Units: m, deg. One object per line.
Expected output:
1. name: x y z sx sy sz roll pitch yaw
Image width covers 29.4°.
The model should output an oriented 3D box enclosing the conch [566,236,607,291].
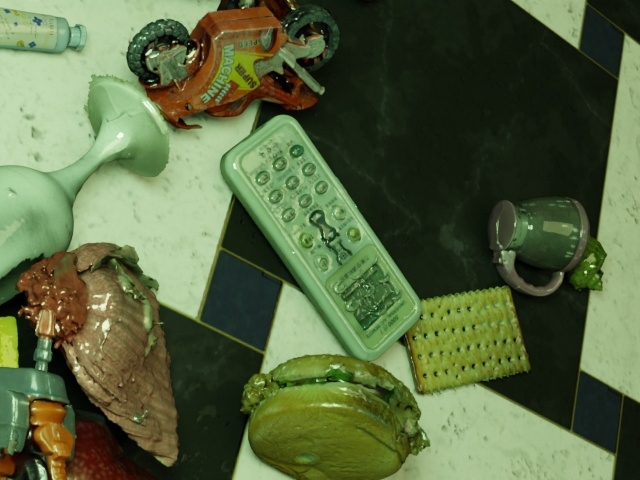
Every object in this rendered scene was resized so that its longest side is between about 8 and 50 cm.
1. conch: 0.416 0.030 1.933 0.121 0.074 0.089 60 17 15

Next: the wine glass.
1. wine glass: -0.307 -0.048 1.342 0.143 0.143 0.321 52 54 -13

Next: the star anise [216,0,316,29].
1. star anise: -0.096 -0.347 1.630 0.288 0.088 0.288 11 72 -36

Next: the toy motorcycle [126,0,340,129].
1. toy motorcycle: -0.113 -0.219 1.526 0.298 0.171 0.089 -11 42 -32

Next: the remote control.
1. remote control: 0.000 0.000 1.604 0.128 0.065 0.335 -41 102 -30

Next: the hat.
1. hat: -0.222 0.094 1.305 0.286 0.107 0.237 50 21 -55

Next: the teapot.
1. teapot: 0.318 -0.001 1.844 0.146 0.116 0.148 8 114 -23

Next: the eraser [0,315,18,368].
1. eraser: -0.352 0.135 1.257 0.045 0.122 0.097 2 74 -34

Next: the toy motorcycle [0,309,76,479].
1. toy motorcycle: -0.377 0.156 1.133 0.148 0.325 0.221 37 54 -70

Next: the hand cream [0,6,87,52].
1. hand cream: -0.358 -0.247 1.424 0.170 0.043 0.065 1 74 -33

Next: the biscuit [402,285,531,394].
1. biscuit: 0.208 0.143 1.756 0.231 0.016 0.139 -7 80 -39

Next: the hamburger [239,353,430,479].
1. hamburger: 0.012 0.208 1.480 0.215 0.189 0.122 28 51 -26

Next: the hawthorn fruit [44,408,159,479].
1. hawthorn fruit: -0.272 0.304 1.211 0.230 0.210 0.266 52 54 -18
